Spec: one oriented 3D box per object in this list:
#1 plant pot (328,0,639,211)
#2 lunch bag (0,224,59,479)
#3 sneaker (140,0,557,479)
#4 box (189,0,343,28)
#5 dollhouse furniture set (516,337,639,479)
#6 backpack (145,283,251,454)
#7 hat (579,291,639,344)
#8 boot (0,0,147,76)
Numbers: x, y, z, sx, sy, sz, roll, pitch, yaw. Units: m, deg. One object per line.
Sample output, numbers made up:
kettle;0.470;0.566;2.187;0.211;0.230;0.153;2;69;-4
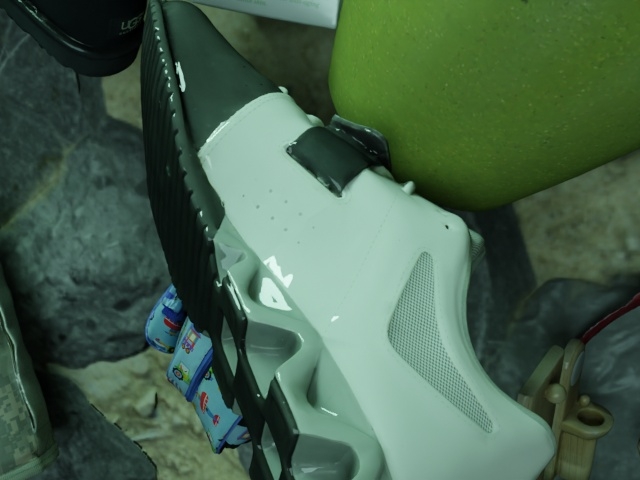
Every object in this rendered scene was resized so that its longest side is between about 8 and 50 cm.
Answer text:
plant pot;0.136;-0.154;0.415;0.275;0.275;0.293;40;129;1
lunch bag;-0.372;0.100;0.673;0.287;0.169;0.235;-12;100;11
sneaker;0.000;0.000;0.436;0.122;0.146;0.330;109;140;-56
box;-0.017;-0.191;0.519;0.101;0.087;0.102;14;110;12
dollhouse furniture set;0.212;0.130;0.512;0.151;0.144;0.123;17;123;30
backpack;-0.043;0.049;0.555;0.117;0.173;0.158;37;114;2
hat;0.283;-0.011;0.508;0.208;0.173;0.183;17;146;31
boot;-0.179;-0.245;0.502;0.246;0.094;0.207;41;138;6
